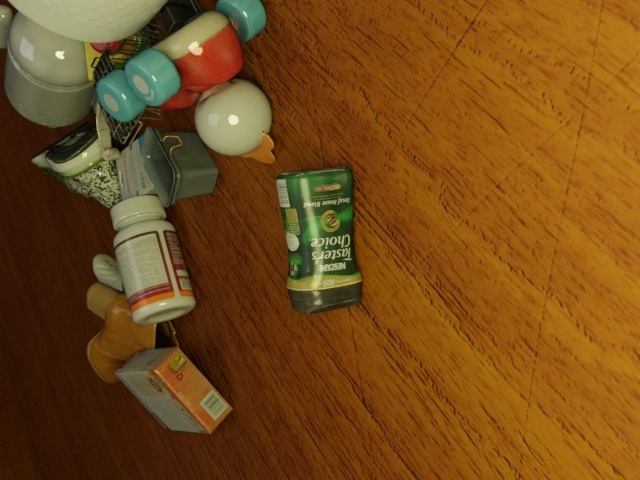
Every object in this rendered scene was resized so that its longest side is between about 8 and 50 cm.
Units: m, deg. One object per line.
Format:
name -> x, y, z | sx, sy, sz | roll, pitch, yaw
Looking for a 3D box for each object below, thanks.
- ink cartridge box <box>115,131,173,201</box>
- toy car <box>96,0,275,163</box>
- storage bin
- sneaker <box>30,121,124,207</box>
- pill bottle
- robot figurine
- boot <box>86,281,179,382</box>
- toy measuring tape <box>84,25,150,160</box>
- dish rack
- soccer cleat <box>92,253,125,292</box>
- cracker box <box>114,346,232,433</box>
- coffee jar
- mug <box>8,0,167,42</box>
ink cartridge box -> -0.329, -0.134, 1.646 | 0.180, 0.060, 0.104 | -16, 83, 59
toy car -> -0.156, -0.200, 1.264 | 0.210, 0.219, 0.238 | -9, 119, 54
storage bin -> -0.235, -0.134, 1.463 | 0.135, 0.091, 0.098 | 56, 141, 33
sneaker -> -0.505, -0.142, 1.862 | 0.182, 0.158, 0.410 | 59, 167, -18
pill bottle -> -0.317, 0.036, 1.613 | 0.121, 0.121, 0.221 | -39, 64, 55
robot figurine -> -0.544, -0.368, 1.785 | 0.200, 0.300, 0.353 | -65, 10, -28
boot -> -0.379, 0.232, 1.779 | 0.211, 0.104, 0.295 | 27, 137, 28
toy measuring tape -> -0.373, -0.317, 1.620 | 0.121, 0.121, 0.330 | 9, 106, 57
dish rack -> -0.297, -0.305, 1.477 | 0.271, 0.074, 0.208 | -49, 54, 33
soccer cleat -> -0.431, 0.087, 1.870 | 0.196, 0.068, 0.076 | 49, 136, 30
cracker box -> -0.276, 0.277, 1.598 | 0.156, 0.067, 0.232 | 51, 150, -14
coffee jar -> 0.000, 0.000, 1.112 | 0.079, 0.096, 0.184 | 6, 104, 61
mug -> -0.270, -0.507, 1.174 | 0.328, 0.276, 0.374 | -29, 49, 52
